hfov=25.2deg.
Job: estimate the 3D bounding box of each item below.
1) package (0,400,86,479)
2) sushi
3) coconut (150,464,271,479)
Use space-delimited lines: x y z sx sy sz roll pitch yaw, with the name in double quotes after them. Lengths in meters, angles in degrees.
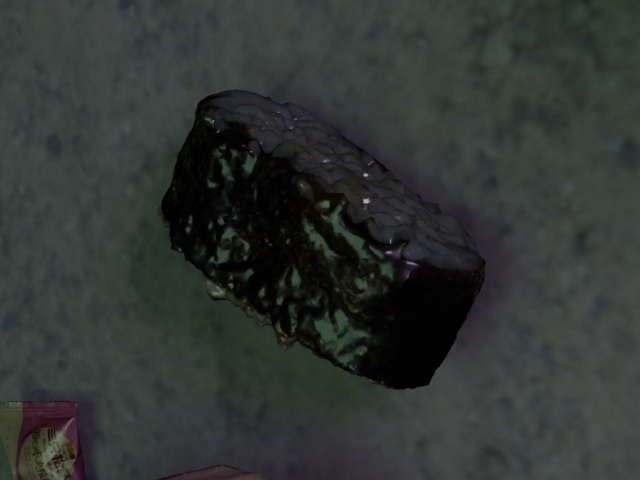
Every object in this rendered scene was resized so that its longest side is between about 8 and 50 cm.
-0.149 0.126 0.775 0.059 0.029 0.083 -1 108 27 "package"
0.000 0.000 0.618 0.150 0.090 0.078 35 112 26 "sushi"
-0.069 0.198 0.631 0.204 0.236 0.236 28 118 -11 "coconut"
